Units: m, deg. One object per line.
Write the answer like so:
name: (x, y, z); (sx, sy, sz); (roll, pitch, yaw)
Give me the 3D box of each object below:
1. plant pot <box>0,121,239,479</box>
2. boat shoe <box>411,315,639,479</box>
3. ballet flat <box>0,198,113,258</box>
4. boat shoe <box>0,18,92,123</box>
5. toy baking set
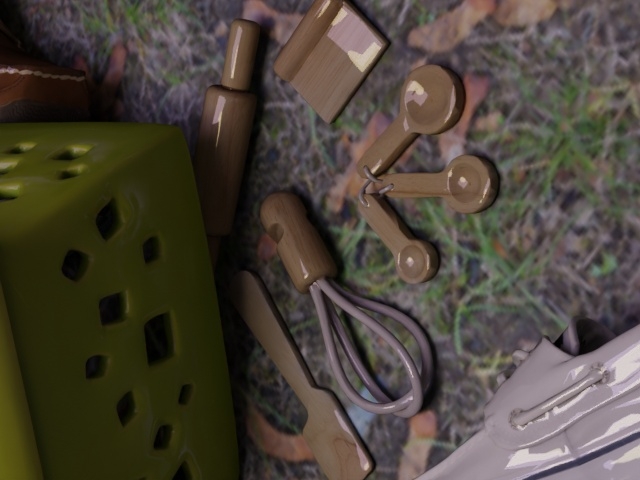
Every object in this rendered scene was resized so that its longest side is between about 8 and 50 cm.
plant pot: (-0.196, 0.070, 0.746); (0.228, 0.207, 0.227); (-1, 108, 24)
boat shoe: (0.123, 0.075, 0.612); (0.258, 0.095, 0.084); (-28, 69, 28)
ballet flat: (-0.187, -0.012, 0.895); (0.188, 0.070, 0.070); (-29, 72, 39)
boat shoe: (-0.277, -0.132, 0.936); (0.324, 0.122, 0.120); (13, 97, 40)
toy baking set: (-0.005, -0.004, 0.753); (0.197, 0.030, 0.256); (27, 109, 38)
